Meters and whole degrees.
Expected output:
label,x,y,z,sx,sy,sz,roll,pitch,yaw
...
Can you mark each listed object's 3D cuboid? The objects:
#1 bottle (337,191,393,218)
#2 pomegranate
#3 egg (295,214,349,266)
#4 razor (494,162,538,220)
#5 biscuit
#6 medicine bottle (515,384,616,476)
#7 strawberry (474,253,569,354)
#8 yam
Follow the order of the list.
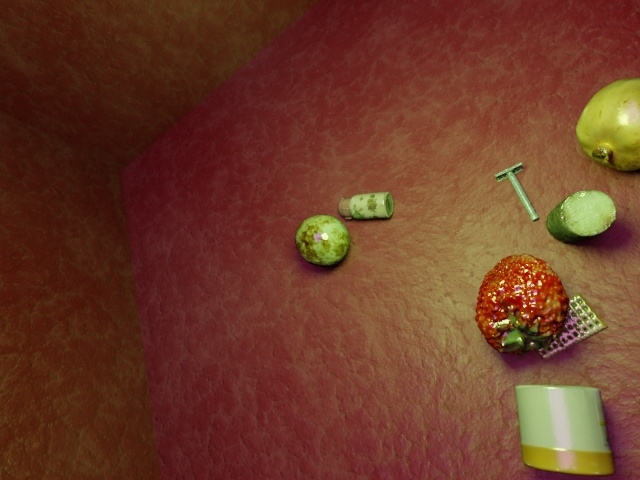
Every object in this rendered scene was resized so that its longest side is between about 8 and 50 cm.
label,x,y,z,sx,sy,sz,roll,pitch,yaw
bottle,0.201,-0.156,1.896,0.253,0.120,0.121,-3,71,32
pomegranate,1.030,-0.378,1.378,0.318,0.319,0.320,-11,67,27
egg,0.000,0.000,1.888,0.289,0.238,0.239,10,76,53
razor,0.779,-0.180,1.600,0.106,0.068,0.232,-26,67,22
biscuit,0.826,0.295,1.411,0.231,0.016,0.139,-36,58,16
medicine bottle,0.725,0.560,1.237,0.237,0.238,0.232,-8,67,28
strawberry,0.678,0.194,1.394,0.312,0.267,0.351,-57,14,39
yam,0.868,-0.074,1.388,0.161,0.268,0.162,-3,82,18
